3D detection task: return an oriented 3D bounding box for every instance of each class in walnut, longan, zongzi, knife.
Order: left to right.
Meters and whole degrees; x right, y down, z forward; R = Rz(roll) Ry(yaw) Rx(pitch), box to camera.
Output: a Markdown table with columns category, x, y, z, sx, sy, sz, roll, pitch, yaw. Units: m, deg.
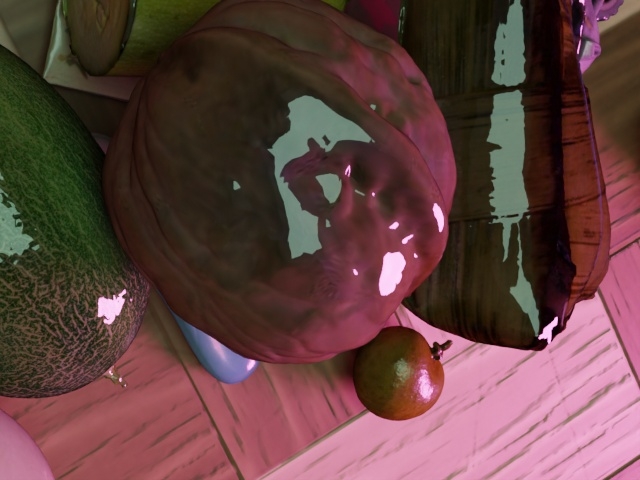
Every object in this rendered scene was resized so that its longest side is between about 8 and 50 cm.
| category | x | y | z | sx | sy | sz | roll | pitch | yaw |
| --- | --- | --- | --- | --- | --- | --- | --- | --- | --- |
| knife | -0.113 | 0.014 | 1.125 | 0.064 | 0.031 | 0.222 | -42 | 112 | -17 |
| walnut | -0.018 | -0.037 | 0.950 | 0.224 | 0.224 | 0.224 | -2 | 97 | -22 |
| longan | 0.065 | 0.097 | 1.181 | 0.083 | 0.075 | 0.075 | -27 | 107 | 12 |
| zongzi | 0.154 | -0.069 | 1.148 | 0.300 | 0.138 | 0.286 | 1 | 90 | -62 |

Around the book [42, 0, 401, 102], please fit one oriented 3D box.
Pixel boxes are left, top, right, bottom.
| category | x | y | z | sx | sy | sz | roll | pitch | yaw |
| --- | --- | --- | --- | --- | --- | --- | --- | --- | --- |
| book | -0.045 | -0.178 | 1.133 | 0.290 | 0.026 | 0.201 | 10 | 93 | -24 |

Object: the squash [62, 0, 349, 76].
| category | x | y | z | sx | sy | sz | roll | pitch | yaw |
| --- | --- | --- | --- | --- | --- | --- | --- | --- | --- |
| squash | -0.067 | -0.169 | 1.049 | 0.187 | 0.123 | 0.123 | -4 | 97 | -25 |

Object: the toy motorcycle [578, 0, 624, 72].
| category | x | y | z | sx | sy | sz | roll | pitch | yaw |
| --- | --- | --- | --- | --- | --- | --- | --- | --- | --- |
| toy motorcycle | 0.147 | -0.190 | 1.179 | 0.215 | 0.080 | 0.122 | 12 | 84 | -37 |

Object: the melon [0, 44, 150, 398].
| category | x | y | z | sx | sy | sz | roll | pitch | yaw |
| --- | --- | --- | --- | --- | --- | --- | --- | --- | --- |
| melon | -0.213 | -0.011 | 0.996 | 0.182 | 0.182 | 0.287 | -40 | 104 | -14 |

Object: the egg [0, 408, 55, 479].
| category | x | y | z | sx | sy | sz | roll | pitch | yaw |
| --- | --- | --- | --- | --- | --- | --- | --- | --- | --- |
| egg | -0.291 | 0.172 | 0.983 | 0.253 | 0.186 | 0.186 | -3 | 97 | -20 |
